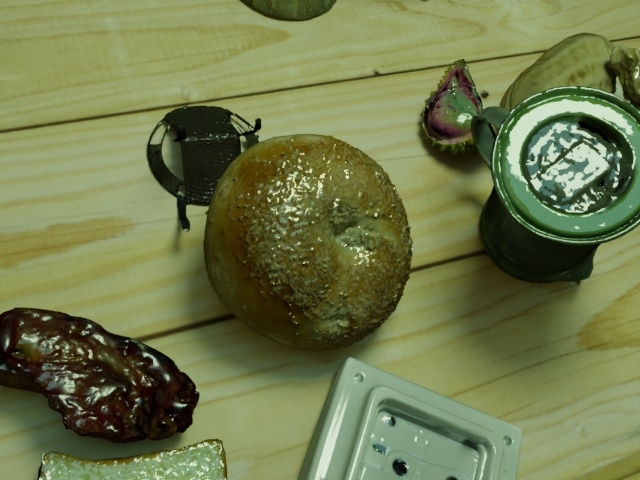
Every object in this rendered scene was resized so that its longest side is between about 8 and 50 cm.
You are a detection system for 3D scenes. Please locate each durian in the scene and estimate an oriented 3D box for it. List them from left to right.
[{"bbox_3d":[0.223,-0.199,1.253,0.108,0.119,0.186,-22,60,16],"label":"durian"}]

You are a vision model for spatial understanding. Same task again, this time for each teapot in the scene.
[{"bbox_3d":[0.307,-0.074,1.057,0.200,0.337,0.270,-39,74,-3],"label":"teapot"}]

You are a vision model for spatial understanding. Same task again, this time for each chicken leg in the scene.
[{"bbox_3d":[-0.338,0.153,0.876,0.407,0.096,0.158,17,33,-25],"label":"chicken leg"}]

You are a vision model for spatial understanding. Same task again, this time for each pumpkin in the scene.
[{"bbox_3d":[-0.061,-0.496,1.322,0.217,0.110,0.217,4,67,-11],"label":"pumpkin"}]

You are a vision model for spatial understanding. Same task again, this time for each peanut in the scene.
[{"bbox_3d":[0.402,-0.239,1.285,0.153,0.140,0.325,45,61,-8],"label":"peanut"}]

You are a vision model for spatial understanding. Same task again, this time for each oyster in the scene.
[{"bbox_3d":[0.582,-0.177,1.259,0.351,0.115,0.238,58,32,-14],"label":"oyster"}]

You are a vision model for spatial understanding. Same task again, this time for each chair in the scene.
[{"bbox_3d":[-0.161,-0.121,1.102,0.174,0.149,0.213,-8,23,-16],"label":"chair"}]

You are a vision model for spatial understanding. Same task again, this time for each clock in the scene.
[{"bbox_3d":[0.117,0.289,0.935,0.262,0.116,0.231,24,58,-2],"label":"clock"}]

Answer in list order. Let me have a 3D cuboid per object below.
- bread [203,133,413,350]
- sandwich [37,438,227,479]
[{"bbox_3d":[0.000,0.000,0.985,0.306,0.159,0.305,3,85,-33],"label":"bread"},{"bbox_3d":[-0.209,0.323,0.858,0.215,0.065,0.186,-3,64,-17],"label":"sandwich"}]
